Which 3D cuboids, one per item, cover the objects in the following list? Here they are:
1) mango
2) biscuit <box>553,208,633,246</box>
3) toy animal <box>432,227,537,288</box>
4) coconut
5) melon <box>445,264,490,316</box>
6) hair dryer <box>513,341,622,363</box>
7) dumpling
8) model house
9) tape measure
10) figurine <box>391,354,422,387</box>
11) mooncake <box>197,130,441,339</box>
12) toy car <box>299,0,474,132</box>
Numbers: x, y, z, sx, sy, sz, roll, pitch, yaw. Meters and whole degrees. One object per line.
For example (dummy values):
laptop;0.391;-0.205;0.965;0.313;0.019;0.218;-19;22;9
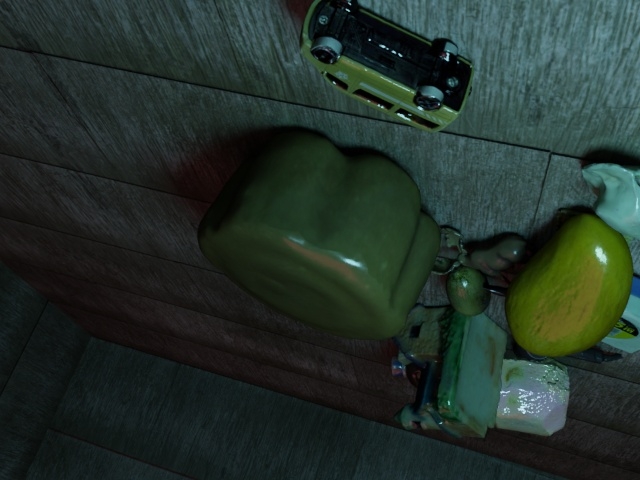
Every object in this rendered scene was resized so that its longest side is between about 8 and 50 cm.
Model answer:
mango;0.466;0.099;1.395;0.195;0.142;0.331;37;138;7
biscuit;0.511;0.003;1.415;0.144;0.016;0.203;11;155;21
toy animal;0.337;0.032;1.548;0.186;0.093;0.214;25;150;-23
coconut;0.548;0.410;2.063;0.245;0.233;0.233;7;155;11
melon;0.332;0.111;1.695;0.099;0.099;0.162;8;152;27
hair dryer;0.620;0.285;1.892;0.272;0.091;0.235;13;166;6
dumpling;0.486;-0.053;1.193;0.153;0.108;0.219;-5;145;45
model house;0.302;0.341;1.971;0.280;0.312;0.245;-6;149;42
tape measure;0.531;0.114;1.552;0.351;0.098;0.215;21;159;3
figurine;0.342;0.380;2.216;0.275;0.158;0.161;-1;140;39
mooncake;0.000;0.000;1.505;0.467;0.262;0.467;20;158;9
toy car;0.086;-0.250;1.083;0.257;0.101;0.124;23;160;-11
